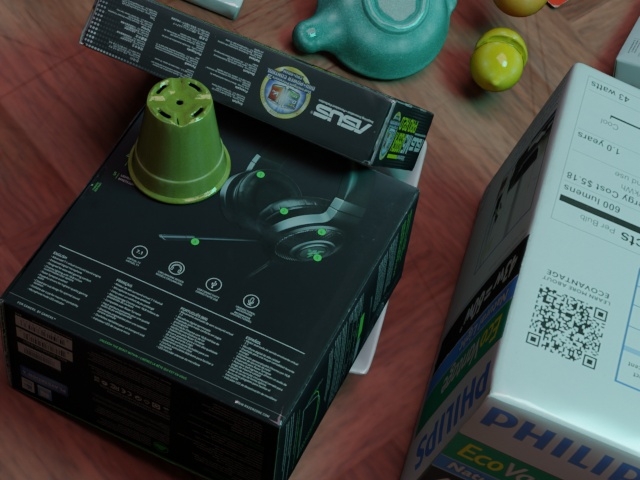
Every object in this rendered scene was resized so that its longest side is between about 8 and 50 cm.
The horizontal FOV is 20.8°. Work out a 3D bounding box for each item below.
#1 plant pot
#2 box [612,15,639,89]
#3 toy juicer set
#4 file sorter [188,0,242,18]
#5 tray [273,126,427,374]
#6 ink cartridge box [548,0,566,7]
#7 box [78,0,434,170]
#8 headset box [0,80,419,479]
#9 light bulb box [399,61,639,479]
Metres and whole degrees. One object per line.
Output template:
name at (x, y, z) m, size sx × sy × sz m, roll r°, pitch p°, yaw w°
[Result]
plant pot at (-0.112, -0.085, 1.376) m, size 0.083 × 0.079 × 0.083 m, roll 2°, pitch 53°, yaw -3°
box at (0.411, -0.188, 1.787) m, size 0.186 × 0.038 × 0.145 m, roll 19°, pitch 46°, yaw 18°
toy juicer set at (0.090, -0.199, 1.705) m, size 0.209 × 0.089 × 0.329 m, roll 43°, pitch 76°, yaw -4°
file sorter at (-0.116, -0.399, 1.702) m, size 0.193 × 0.173 × 0.278 m, roll 21°, pitch 54°, yaw -5°
tray at (0.000, 0.000, 1.557) m, size 0.145 × 0.030 × 0.270 m, roll 14°, pitch 54°, yaw 3°
ink cartridge box at (0.265, -0.344, 1.880) m, size 0.179 × 0.045 × 0.145 m, roll -34°, pitch 73°, yaw -36°
box at (-0.048, -0.138, 1.511) m, size 0.270 × 0.216 × 0.060 m, roll 23°, pitch 96°, yaw 10°
headset box at (-0.082, 0.030, 1.425) m, size 0.246 × 0.131 × 0.283 m, roll 23°, pitch 55°, yaw 11°
light bulb box at (0.296, 0.102, 1.483) m, size 0.358 × 0.225 × 0.361 m, roll 23°, pitch 54°, yaw -4°
